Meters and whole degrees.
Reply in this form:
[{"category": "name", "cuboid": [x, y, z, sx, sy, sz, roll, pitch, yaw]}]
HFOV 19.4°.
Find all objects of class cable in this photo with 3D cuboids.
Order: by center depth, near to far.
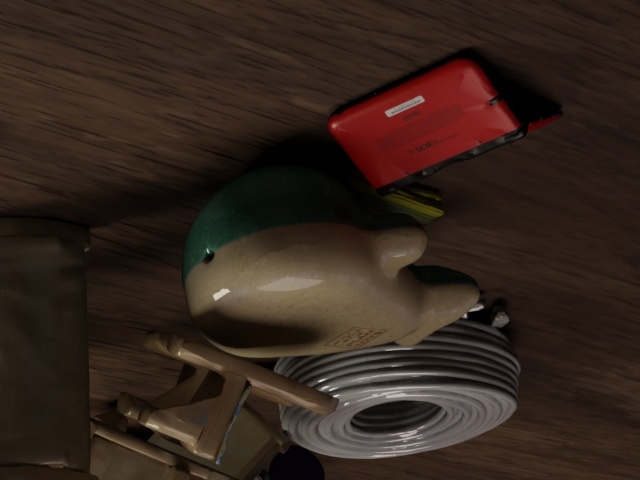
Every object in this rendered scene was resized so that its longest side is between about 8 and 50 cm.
[{"category": "cable", "cuboid": [0.081, 0.155, 1.944, 0.257, 0.089, 0.257, -9, 155, 7]}]

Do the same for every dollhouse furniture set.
[{"category": "dollhouse furniture set", "cuboid": [-0.105, 0.290, 1.652, 0.256, 0.362, 0.394, 24, 174, -12]}, {"category": "dollhouse furniture set", "cuboid": [-0.113, 0.297, 2.079, 0.174, 0.303, 0.355, -47, 165, -13]}]

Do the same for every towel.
[{"category": "towel", "cuboid": [0.000, 0.000, 1.685, 0.102, 0.021, 0.237, 19, 147, -31]}]

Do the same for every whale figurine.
[{"category": "whale figurine", "cuboid": [0.008, 0.019, 1.586, 0.272, 0.141, 0.216, 11, 146, -40]}]

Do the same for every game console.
[{"category": "game console", "cuboid": [0.100, -0.099, 1.501, 0.144, 0.085, 0.124, -23, 119, 31]}]

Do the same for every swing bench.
[{"category": "swing bench", "cuboid": [-0.307, 0.144, 1.627, 0.165, 0.253, 0.254, 8, 146, -23]}]

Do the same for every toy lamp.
[{"category": "toy lamp", "cuboid": [-0.077, 0.337, 2.310, 0.080, 0.080, 0.274, 4, 153, -20]}]

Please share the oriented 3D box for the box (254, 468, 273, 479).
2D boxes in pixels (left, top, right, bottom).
[{"category": "box", "cuboid": [-0.106, 0.264, 2.173, 0.067, 0.018, 0.083, -20, 120, 29]}]
